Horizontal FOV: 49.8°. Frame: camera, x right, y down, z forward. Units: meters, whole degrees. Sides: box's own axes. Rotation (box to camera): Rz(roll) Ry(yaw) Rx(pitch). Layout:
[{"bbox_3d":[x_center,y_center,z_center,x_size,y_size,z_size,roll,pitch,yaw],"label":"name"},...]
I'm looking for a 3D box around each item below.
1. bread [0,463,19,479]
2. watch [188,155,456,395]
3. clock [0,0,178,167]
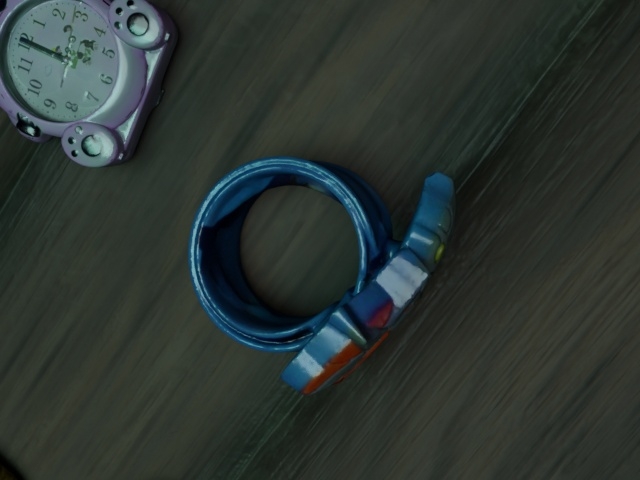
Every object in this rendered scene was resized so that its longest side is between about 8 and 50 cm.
[{"bbox_3d":[-0.505,0.366,0.996,0.189,0.077,0.114,41,75,-9],"label":"bread"},{"bbox_3d":[0.000,0.000,0.841,0.274,0.241,0.305,38,100,12],"label":"watch"},{"bbox_3d":[-0.329,-0.233,0.891,0.248,0.090,0.227,25,100,2],"label":"clock"}]
